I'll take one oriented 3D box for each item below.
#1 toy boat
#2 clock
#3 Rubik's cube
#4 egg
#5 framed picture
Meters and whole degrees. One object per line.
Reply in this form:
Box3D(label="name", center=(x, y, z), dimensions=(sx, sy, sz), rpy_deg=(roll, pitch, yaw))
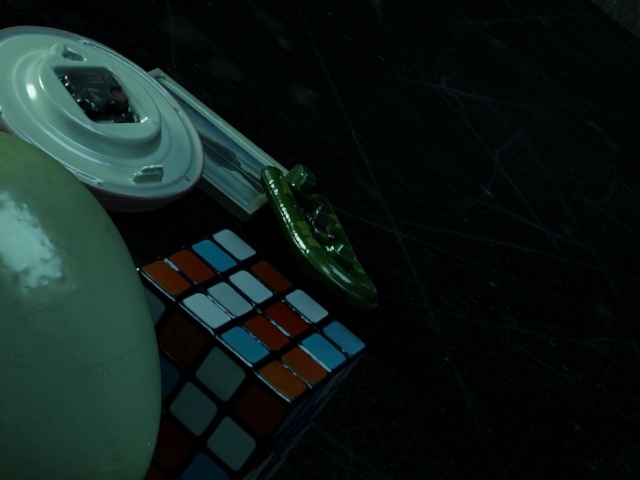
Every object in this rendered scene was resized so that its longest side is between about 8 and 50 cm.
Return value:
Box3D(label="toy boat", center=(0.000, 0.000, 1.613), dimensions=(0.104, 0.052, 0.210), rpy_deg=(34, 20, -40))
Box3D(label="clock", center=(-0.219, -0.121, 1.532), dimensions=(0.244, 0.056, 0.244), rpy_deg=(25, 31, -16))
Box3D(label="Rubik's cube", center=(-0.086, 0.105, 1.208), dimensions=(0.155, 0.154, 0.151), rpy_deg=(40, 25, 9))
Box3D(label="egg", center=(-0.221, 0.058, 1.054), dimensions=(0.295, 0.218, 0.218), rpy_deg=(53, 29, 14))
Box3D(label="framed picture", center=(-0.127, -0.104, 1.684), dimensions=(0.203, 0.015, 0.150), rpy_deg=(39, 25, 7))
